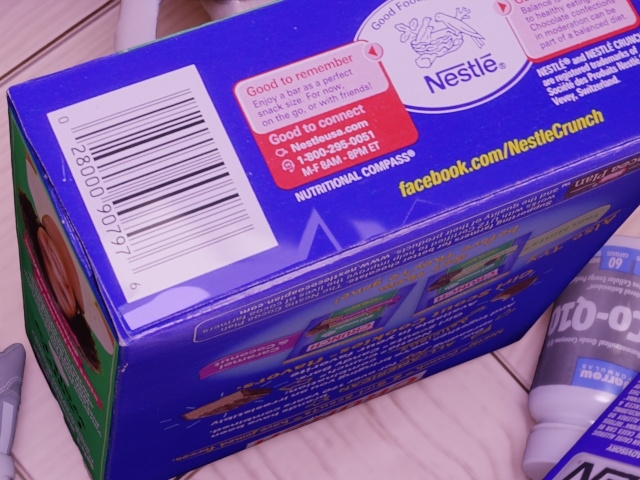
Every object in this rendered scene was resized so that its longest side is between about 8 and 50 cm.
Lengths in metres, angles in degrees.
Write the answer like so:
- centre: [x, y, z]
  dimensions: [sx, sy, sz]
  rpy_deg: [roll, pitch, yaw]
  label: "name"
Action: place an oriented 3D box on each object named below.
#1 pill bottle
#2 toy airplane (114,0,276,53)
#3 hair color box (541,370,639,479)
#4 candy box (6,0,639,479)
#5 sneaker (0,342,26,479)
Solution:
- centre: [0.161, 0.073, 0.850]
  dimensions: [0.078, 0.078, 0.137]
  rpy_deg: [19, 68, -1]
  label: "pill bottle"
- centre: [-0.123, -0.268, 0.824]
  dimensions: [0.386, 0.272, 0.384]
  rpy_deg: [16, 62, 2]
  label: "toy airplane"
- centre: [0.277, 0.103, 0.804]
  dimensions: [0.339, 0.110, 0.185]
  rpy_deg: [-43, 112, -19]
  label: "hair color box"
- centre: [0.000, 0.000, 0.724]
  dimensions: [0.268, 0.317, 0.122]
  rpy_deg: [-21, 73, -16]
  label: "candy box"
- centre: [-0.264, 0.060, 0.795]
  dimensions: [0.228, 0.086, 0.132]
  rpy_deg: [15, 63, -14]
  label: "sneaker"
